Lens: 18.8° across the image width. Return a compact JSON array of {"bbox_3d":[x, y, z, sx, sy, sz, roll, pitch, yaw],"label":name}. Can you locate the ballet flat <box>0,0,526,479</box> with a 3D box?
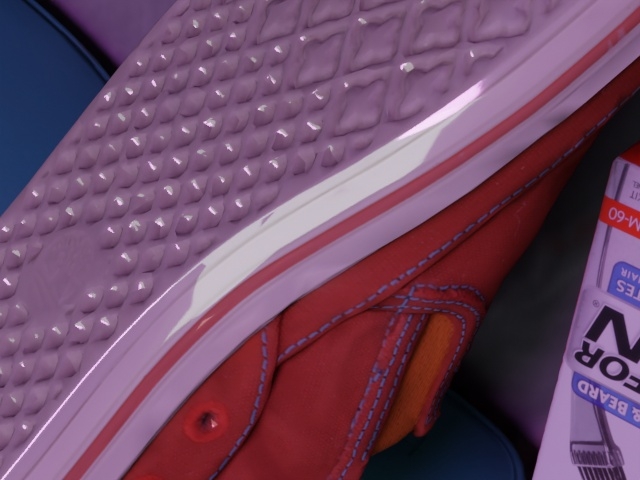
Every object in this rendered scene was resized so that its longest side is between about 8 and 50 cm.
[{"bbox_3d":[-0.075,0.025,0.623,0.316,0.107,0.106,43,137,17],"label":"ballet flat"}]

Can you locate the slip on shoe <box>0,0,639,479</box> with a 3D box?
[{"bbox_3d":[0.000,0.000,0.496,0.331,0.101,0.123,-46,39,11],"label":"slip on shoe"}]

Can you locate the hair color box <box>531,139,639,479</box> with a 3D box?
[{"bbox_3d":[0.111,0.059,0.522,0.093,0.053,0.167,26,125,26],"label":"hair color box"}]
